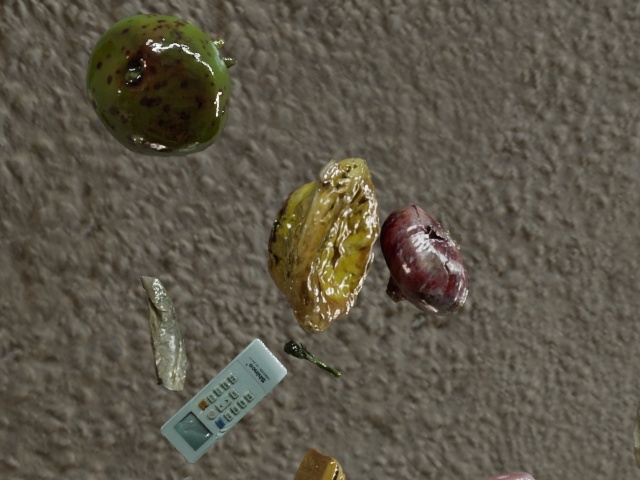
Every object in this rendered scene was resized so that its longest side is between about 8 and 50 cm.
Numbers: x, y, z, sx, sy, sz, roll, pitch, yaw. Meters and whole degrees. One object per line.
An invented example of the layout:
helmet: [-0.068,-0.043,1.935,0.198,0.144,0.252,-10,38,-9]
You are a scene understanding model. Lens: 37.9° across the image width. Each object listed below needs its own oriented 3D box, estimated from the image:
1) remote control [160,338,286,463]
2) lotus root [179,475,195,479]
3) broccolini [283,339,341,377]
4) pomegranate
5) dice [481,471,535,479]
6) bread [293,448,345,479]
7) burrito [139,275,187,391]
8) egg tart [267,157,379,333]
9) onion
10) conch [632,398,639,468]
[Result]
remote control: [-0.117,0.194,1.139,0.162,0.029,0.061,-42,98,-11]
lotus root: [-0.300,0.566,1.965,0.122,0.112,0.081,-30,96,29]
broccolini: [-0.017,0.235,1.810,0.035,0.030,0.140,-30,129,34]
pomegranate: [-0.220,-0.240,1.467,0.286,0.231,0.231,-10,121,-51]
dice: [0.332,0.461,1.642,0.093,0.094,0.091,-9,81,-16]
bread: [-0.002,0.533,2.065,0.077,0.200,0.116,33,78,-11]
burrito: [-0.277,0.168,1.652,0.058,0.229,0.063,3,145,-38]
egg tart: [0.001,0.001,1.660,0.341,0.129,0.341,-48,147,-45]
onion: [0.158,0.038,1.566,0.151,0.206,0.098,-41,157,11]
conch: [0.411,0.165,0.881,0.291,0.159,0.210,53,43,-1]
